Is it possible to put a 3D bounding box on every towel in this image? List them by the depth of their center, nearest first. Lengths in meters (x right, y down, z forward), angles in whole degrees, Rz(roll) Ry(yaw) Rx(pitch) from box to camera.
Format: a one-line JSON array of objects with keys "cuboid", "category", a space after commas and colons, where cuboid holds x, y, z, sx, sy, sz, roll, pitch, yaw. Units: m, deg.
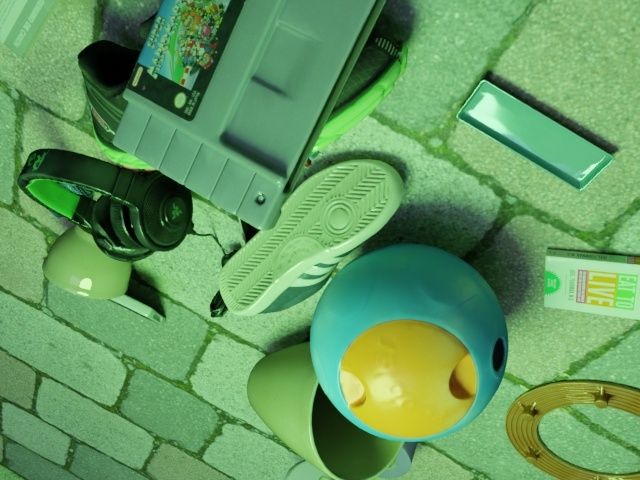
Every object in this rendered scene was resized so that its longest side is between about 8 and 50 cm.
[{"cuboid": [-0.484, -0.085, 1.234, 0.119, 0.029, 0.067, -18, 121, 36], "category": "towel"}]

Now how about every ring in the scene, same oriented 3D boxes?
[{"cuboid": [0.505, 0.370, 1.168, 0.336, 0.032, 0.337, 15, 135, 15], "category": "ring"}]

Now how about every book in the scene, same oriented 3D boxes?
[{"cuboid": [0.399, 0.060, 0.931, 0.144, 0.035, 0.096, 5, 129, 24], "category": "book"}]

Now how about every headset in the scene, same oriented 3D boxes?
[{"cuboid": [-0.301, -0.013, 1.068, 0.394, 0.185, 0.243, 25, 159, -29], "category": "headset"}]

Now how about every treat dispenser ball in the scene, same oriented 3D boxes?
[{"cuboid": [0.129, 0.147, 0.959, 0.288, 0.288, 0.288, 14, 135, 14], "category": "treat dispenser ball"}]

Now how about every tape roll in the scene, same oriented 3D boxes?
[{"cuboid": [0.110, 0.417, 1.375, 0.189, 0.080, 0.189, 14, 136, 14], "category": "tape roll"}]

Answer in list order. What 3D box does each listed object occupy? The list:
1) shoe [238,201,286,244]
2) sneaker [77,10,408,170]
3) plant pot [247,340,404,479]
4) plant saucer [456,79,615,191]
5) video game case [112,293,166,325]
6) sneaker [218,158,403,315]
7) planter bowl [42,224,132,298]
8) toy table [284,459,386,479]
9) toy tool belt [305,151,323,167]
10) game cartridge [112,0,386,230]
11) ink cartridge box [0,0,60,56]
[{"cuboid": [-0.094, -0.051, 1.048, 0.076, 0.058, 0.219, 18, 136, 10], "category": "shoe"}, {"cuboid": [-0.128, -0.207, 0.832, 0.482, 0.185, 0.202, -2, 127, 24], "category": "sneaker"}, {"cuboid": [-0.010, 0.295, 1.226, 0.274, 0.256, 0.256, -2, 131, 49], "category": "plant pot"}, {"cuboid": [0.270, -0.134, 0.819, 0.192, 0.018, 0.067, 30, 137, -3], "category": "plant saucer"}, {"cuboid": [-0.425, 0.117, 1.338, 0.201, 0.023, 0.183, 26, 166, 2], "category": "video game case"}, {"cuboid": [0.000, 0.000, 1.022, 0.350, 0.148, 0.131, -35, 67, 25], "category": "sneaker"}, {"cuboid": [-0.429, 0.024, 1.231, 0.162, 0.162, 0.109, 26, 107, 2], "category": "planter bowl"}, {"cuboid": [0.060, 0.615, 1.487, 0.274, 0.252, 0.161, 28, 154, -18], "category": "toy table"}, {"cuboid": [-0.019, -0.139, 0.934, 0.051, 0.052, 0.083, 6, 134, 33], "category": "toy tool belt"}, {"cuboid": [-0.077, -0.218, 0.721, 0.230, 0.068, 0.355, 29, 101, 10], "category": "game cartridge"}, {"cuboid": [-0.387, -0.427, 0.789, 0.272, 0.130, 0.309, 44, 135, -19], "category": "ink cartridge box"}]
